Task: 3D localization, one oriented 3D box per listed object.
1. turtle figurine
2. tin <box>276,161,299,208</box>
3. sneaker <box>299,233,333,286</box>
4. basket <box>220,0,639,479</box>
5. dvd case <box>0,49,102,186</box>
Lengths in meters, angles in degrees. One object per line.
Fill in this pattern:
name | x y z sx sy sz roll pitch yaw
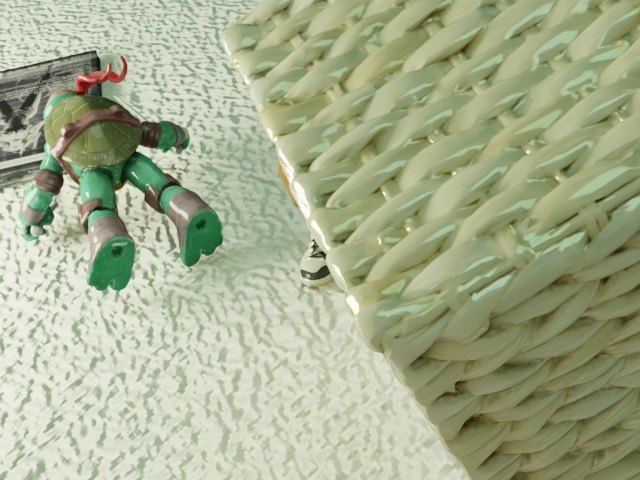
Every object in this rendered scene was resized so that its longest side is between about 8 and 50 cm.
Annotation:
turtle figurine | -0.187 -0.061 0.908 0.175 0.118 0.234 -31 50 -11
tin | 0.050 -0.065 0.823 0.190 0.106 0.040 -11 67 -46
sneaker | 0.000 0.000 0.837 0.032 0.037 0.083 2 41 14
basket | 0.166 -0.042 0.594 0.331 0.266 0.328 -31 40 5
dvd case | -0.305 -0.123 1.089 0.165 0.018 0.221 -13 37 -3
